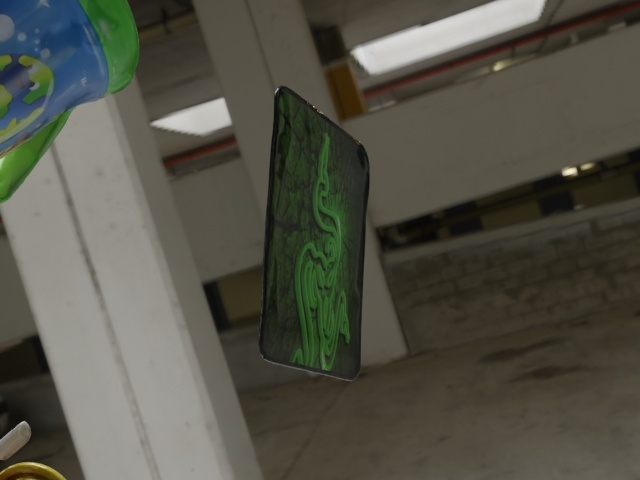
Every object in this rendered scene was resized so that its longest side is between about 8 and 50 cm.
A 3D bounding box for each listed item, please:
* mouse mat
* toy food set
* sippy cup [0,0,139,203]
[{"bbox_3d":[0.000,0.000,0.684,0.007,0.189,0.153,-3,-14,27],"label":"mouse mat"},{"bbox_3d":[-0.366,0.352,1.181,0.128,0.217,0.071,-32,3,15],"label":"toy food set"},{"bbox_3d":[-0.292,-0.139,0.696,0.240,0.305,0.224,12,55,50],"label":"sippy cup"}]
